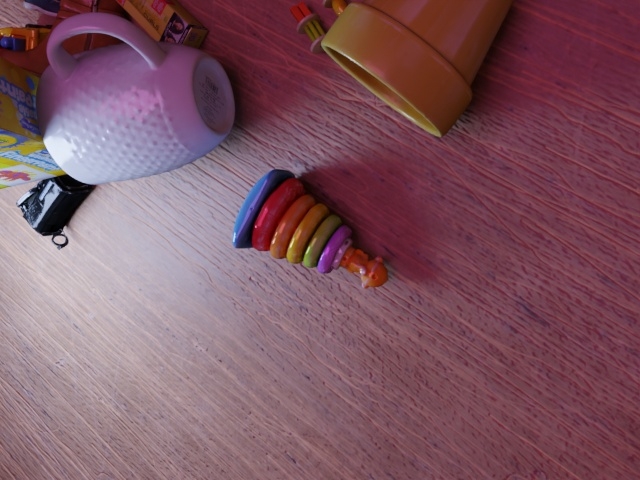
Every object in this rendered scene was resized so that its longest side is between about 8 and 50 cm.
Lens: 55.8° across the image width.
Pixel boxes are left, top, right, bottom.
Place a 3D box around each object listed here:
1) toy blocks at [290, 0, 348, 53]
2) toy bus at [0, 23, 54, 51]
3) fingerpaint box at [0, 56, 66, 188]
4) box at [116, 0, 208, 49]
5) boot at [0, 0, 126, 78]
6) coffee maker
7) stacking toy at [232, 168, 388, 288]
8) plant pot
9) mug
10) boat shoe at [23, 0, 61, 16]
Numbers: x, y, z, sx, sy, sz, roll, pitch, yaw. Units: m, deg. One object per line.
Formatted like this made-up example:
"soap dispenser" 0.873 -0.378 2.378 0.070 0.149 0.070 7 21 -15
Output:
"toy blocks" -0.009 -0.452 1.147 0.123 0.054 0.148 -36 79 29
"toy bus" -0.726 -0.460 1.481 0.220 0.211 0.149 16 107 29
"fingerpaint box" -0.739 -0.228 1.276 0.371 0.445 0.163 -12 87 5
"box" -0.355 -0.502 1.342 0.232 0.058 0.087 47 118 17
"boot" -0.581 -0.469 1.368 0.109 0.283 0.220 -142 57 -63
"coffee maker" -0.677 -0.103 1.576 0.171 0.120 0.178 43 120 -10
"stacking toy" 0.000 0.000 1.171 0.302 0.166 0.175 30 98 11
"plant pot" 0.168 -0.334 0.963 0.254 0.254 0.239 40 100 20
"mug" -0.377 -0.296 1.216 0.328 0.374 0.276 -5 58 21
"boat shoe" -0.643 -0.597 1.482 0.254 0.095 0.079 25 121 35
